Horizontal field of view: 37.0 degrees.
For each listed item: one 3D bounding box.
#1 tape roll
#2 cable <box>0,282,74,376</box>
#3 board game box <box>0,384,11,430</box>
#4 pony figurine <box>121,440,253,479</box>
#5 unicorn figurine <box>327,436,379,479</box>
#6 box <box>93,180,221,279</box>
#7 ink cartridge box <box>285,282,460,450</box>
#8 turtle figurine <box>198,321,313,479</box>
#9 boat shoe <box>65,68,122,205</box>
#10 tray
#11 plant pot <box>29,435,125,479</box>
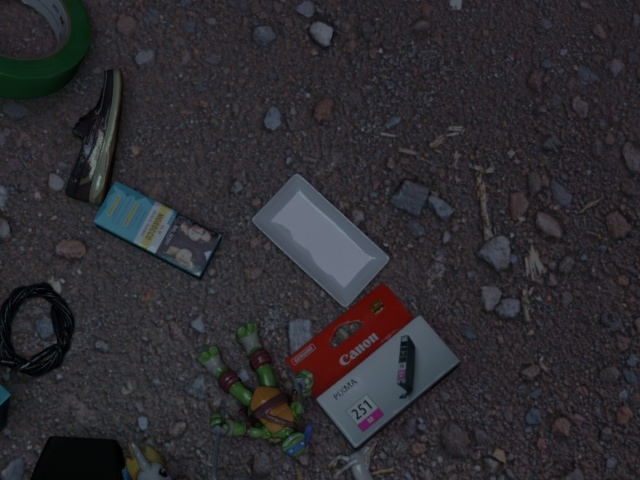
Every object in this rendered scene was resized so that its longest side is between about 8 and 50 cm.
[{"bbox_3d":[-0.622,-0.431,1.898,0.321,0.077,0.321,17,52,-23],"label":"tape roll"},{"bbox_3d":[-0.570,0.175,1.911,0.150,0.047,0.184,19,80,-2],"label":"cable"},{"bbox_3d":[-0.729,0.230,1.779,0.336,0.254,0.079,43,60,2],"label":"board game box"},{"bbox_3d":[-0.209,0.545,1.722,0.303,0.351,0.363,-37,46,-16],"label":"pony figurine"},{"bbox_3d":[0.076,0.460,1.929,0.111,0.060,0.162,-15,98,-21],"label":"unicorn figurine"},{"bbox_3d":[-0.331,-0.020,1.954,0.244,0.060,0.100,27,81,-1],"label":"box"},{"bbox_3d":[0.101,0.243,1.928,0.275,0.060,0.239,-38,72,-9],"label":"ink cartridge box"},{"bbox_3d":[-0.124,0.289,1.842,0.198,0.274,0.266,-48,63,21],"label":"turtle figurine"},{"bbox_3d":[-0.461,-0.216,1.952,0.092,0.103,0.285,9,87,-9],"label":"boat shoe"},{"bbox_3d":[0.000,0.000,1.998,0.270,0.030,0.145,43,81,2],"label":"tray"},{"bbox_3d":[-0.456,0.466,1.820,0.187,0.188,0.167,4,70,-5],"label":"plant pot"}]
